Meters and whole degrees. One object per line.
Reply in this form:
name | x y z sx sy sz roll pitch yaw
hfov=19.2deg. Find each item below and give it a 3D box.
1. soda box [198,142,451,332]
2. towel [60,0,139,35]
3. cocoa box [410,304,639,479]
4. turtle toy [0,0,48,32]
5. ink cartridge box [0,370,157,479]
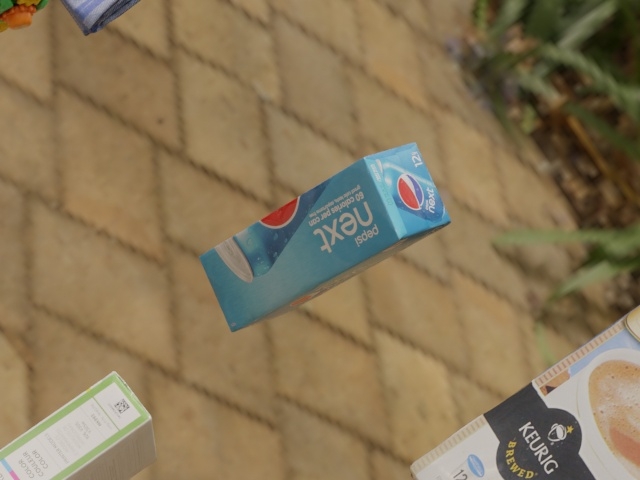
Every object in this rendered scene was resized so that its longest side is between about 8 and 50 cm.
soda box | 0.000 0.000 1.496 0.067 0.210 0.071 -17 81 -47
towel | -0.159 -0.345 1.739 0.209 0.285 0.034 53 2 14
cocoa box | 0.252 0.234 1.111 0.231 0.228 0.347 49 7 -40
turtle toy | -0.218 -0.211 1.410 0.066 0.130 0.095 29 -22 37
ink cartridge box | -0.247 0.216 1.691 0.062 0.209 0.109 48 -19 19
